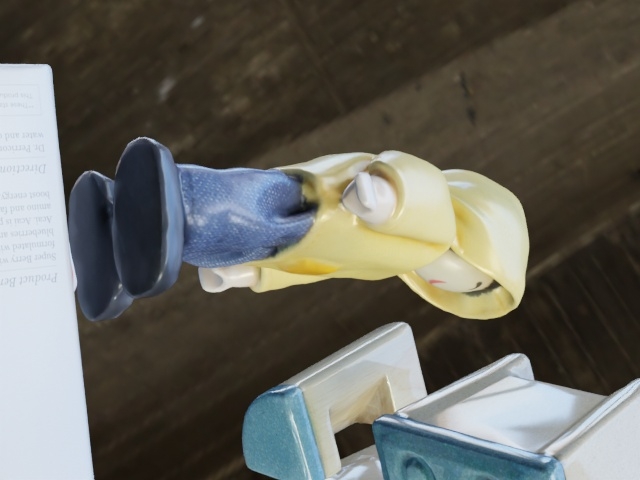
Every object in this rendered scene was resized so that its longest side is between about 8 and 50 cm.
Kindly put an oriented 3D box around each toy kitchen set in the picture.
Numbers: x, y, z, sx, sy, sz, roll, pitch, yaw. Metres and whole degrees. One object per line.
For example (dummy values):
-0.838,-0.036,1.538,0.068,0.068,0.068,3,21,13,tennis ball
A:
0.041,0.153,0.542,0.122,0.207,0.166,-28,-158,-33,toy kitchen set

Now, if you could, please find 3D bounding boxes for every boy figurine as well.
0.000,0.000,0.859,0.177,0.285,0.092,-24,-112,48,boy figurine

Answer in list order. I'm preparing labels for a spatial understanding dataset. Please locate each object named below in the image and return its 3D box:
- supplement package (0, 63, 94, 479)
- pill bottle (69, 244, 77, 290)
-0.232,0.072,0.736,0.175,0.177,0.293,-6,-91,48,supplement package
-0.337,0.063,1.419,0.124,0.124,0.221,-1,-152,32,pill bottle
